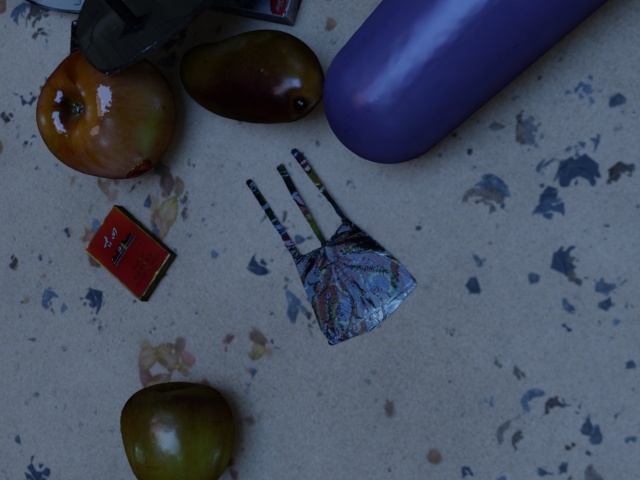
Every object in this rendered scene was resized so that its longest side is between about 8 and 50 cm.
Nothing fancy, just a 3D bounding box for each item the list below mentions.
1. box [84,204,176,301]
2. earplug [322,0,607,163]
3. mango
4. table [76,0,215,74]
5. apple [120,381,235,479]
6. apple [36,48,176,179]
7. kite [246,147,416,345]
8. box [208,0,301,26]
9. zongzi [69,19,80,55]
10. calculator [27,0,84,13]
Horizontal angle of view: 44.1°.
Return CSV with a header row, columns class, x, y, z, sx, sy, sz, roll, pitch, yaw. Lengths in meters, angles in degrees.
class,x,y,z,sx,sy,sz,roll,pitch,yaw
box,-0.293,0.019,1.218,0.133,0.023,0.090,39,98,19
earplug,0.187,-0.277,0.959,0.456,0.215,0.215,-44,72,16
mango,-0.092,-0.231,1.104,0.267,0.111,0.133,16,91,39
table,-0.262,-0.440,1.046,0.317,0.249,0.317,-16,45,17
apple,-0.201,0.276,1.099,0.163,0.146,0.147,-1,90,19
apple,-0.314,-0.187,1.166,0.209,0.164,0.209,-1,87,24
kite,0.000,0.000,1.107,0.152,0.015,0.285,-39,74,14
box,-0.133,-0.368,1.174,0.218,0.039,0.055,16,91,21
zongzi,-0.382,-0.302,1.262,0.073,0.067,0.083,-20,96,12
calculator,-0.448,-0.476,1.306,0.268,0.040,0.177,29,96,22
